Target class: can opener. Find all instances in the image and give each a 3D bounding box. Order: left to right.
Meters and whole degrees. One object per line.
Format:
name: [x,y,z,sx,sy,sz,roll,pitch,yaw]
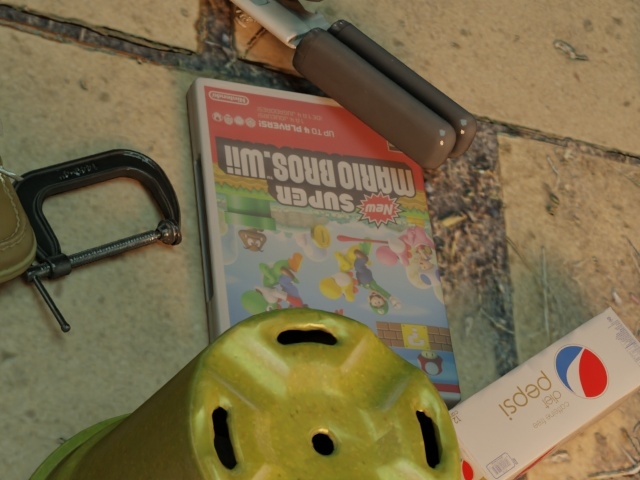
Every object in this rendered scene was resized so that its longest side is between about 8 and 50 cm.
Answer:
can opener: [0.017,-0.170,1.534,0.280,0.093,0.074,43,38,16]

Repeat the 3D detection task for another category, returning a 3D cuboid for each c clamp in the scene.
c clamp: [-0.170,-0.007,1.389,0.161,0.022,0.137,-25,67,-35]

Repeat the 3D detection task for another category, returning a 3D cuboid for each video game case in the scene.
video game case: [0.000,0.000,1.465,0.204,0.025,0.285,7,56,-23]

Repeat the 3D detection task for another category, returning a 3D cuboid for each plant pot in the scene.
plant pot: [-0.042,0.179,1.171,0.276,0.254,0.276,13,53,-18]

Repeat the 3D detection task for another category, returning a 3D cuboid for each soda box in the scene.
soda box: [0.169,0.136,1.426,0.216,0.074,0.069,-27,73,-38]

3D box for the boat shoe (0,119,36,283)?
boat shoe: [-0.308,-0.089,1.324,0.285,0.089,0.104,48,50,11]
